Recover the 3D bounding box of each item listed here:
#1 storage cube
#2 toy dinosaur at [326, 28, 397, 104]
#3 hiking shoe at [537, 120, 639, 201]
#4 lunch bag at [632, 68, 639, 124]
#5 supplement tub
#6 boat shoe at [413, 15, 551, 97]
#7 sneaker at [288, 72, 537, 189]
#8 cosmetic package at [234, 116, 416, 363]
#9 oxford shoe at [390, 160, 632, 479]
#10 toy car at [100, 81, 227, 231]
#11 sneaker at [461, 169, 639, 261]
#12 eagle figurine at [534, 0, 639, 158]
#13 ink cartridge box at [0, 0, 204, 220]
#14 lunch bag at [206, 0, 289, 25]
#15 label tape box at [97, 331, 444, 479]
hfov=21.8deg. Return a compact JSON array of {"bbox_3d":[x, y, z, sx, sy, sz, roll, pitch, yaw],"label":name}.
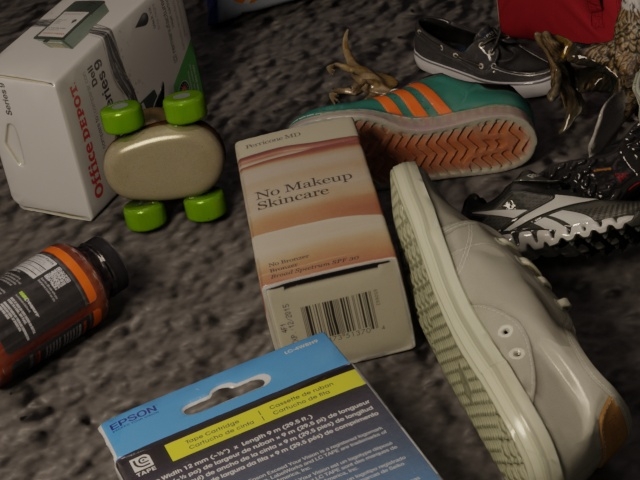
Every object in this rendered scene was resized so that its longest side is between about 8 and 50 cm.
[{"bbox_3d":[0.357,-0.383,2.229,0.193,0.184,0.215,13,42,33],"label":"storage cube"},{"bbox_3d":[0.054,-0.215,2.209,0.092,0.053,0.183,-14,39,-31],"label":"toy dinosaur"},{"bbox_3d":[0.321,-0.058,1.877,0.227,0.114,0.086,-29,72,10],"label":"hiking shoe"},{"bbox_3d":[0.438,-0.049,1.622,0.256,0.305,0.212,3,36,18],"label":"lunch bag"},{"bbox_3d":[-0.309,0.072,1.844,0.198,0.106,0.106,-33,40,-29],"label":"supplement tub"},{"bbox_3d":[0.214,-0.248,2.171,0.080,0.076,0.228,-36,41,-31],"label":"boat shoe"},{"bbox_3d":[0.108,-0.138,2.029,0.302,0.108,0.121,-2,34,0],"label":"sneaker"},{"bbox_3d":[0.000,0.000,1.834,0.153,0.129,0.296,-14,34,-1],"label":"cosmetic package"},{"bbox_3d":[0.176,0.076,1.647,0.130,0.169,0.449,-20,42,-7],"label":"oxford shoe"},{"bbox_3d":[-0.187,-0.121,2.060,0.149,0.155,0.188,-9,22,4],"label":"toy car"},{"bbox_3d":[0.251,-0.032,1.791,0.234,0.078,0.106,-11,71,23],"label":"sneaker"},{"bbox_3d":[0.411,-0.235,1.963,0.298,0.225,0.226,-10,23,15],"label":"eagle figurine"},{"bbox_3d":[-0.284,-0.191,2.121,0.121,0.211,0.289,11,41,26],"label":"ink cartridge box"},{"bbox_3d":[-0.050,-0.524,2.508,0.327,0.239,0.385,-13,42,1],"label":"lunch bag"},{"bbox_3d":[-0.031,0.249,1.507,0.249,0.115,0.348,-21,33,-14],"label":"label tape box"}]
